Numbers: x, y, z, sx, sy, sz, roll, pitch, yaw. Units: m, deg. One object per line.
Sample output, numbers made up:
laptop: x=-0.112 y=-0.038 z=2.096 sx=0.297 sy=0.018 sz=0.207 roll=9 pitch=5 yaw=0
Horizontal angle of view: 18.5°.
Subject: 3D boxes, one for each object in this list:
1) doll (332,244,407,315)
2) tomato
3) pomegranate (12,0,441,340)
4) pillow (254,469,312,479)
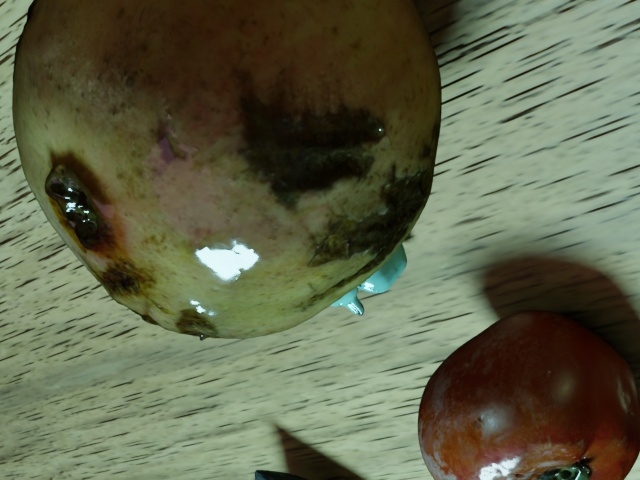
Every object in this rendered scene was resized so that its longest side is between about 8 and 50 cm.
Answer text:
doll: x=0.000 y=0.000 z=1.632 sx=0.159 sy=0.059 sz=0.159 roll=26 pitch=149 yaw=24
tomato: x=0.172 y=0.136 z=1.554 sx=0.187 sy=0.151 sz=0.187 roll=-7 pitch=142 yaw=-6
pomegranate: x=-0.066 y=-0.087 z=1.354 sx=0.322 sy=0.322 sz=0.322 roll=28 pitch=151 yaw=17
pillow: x=0.039 y=0.331 z=2.035 sx=0.250 sy=0.106 sz=0.186 roll=28 pitch=158 yaw=19
